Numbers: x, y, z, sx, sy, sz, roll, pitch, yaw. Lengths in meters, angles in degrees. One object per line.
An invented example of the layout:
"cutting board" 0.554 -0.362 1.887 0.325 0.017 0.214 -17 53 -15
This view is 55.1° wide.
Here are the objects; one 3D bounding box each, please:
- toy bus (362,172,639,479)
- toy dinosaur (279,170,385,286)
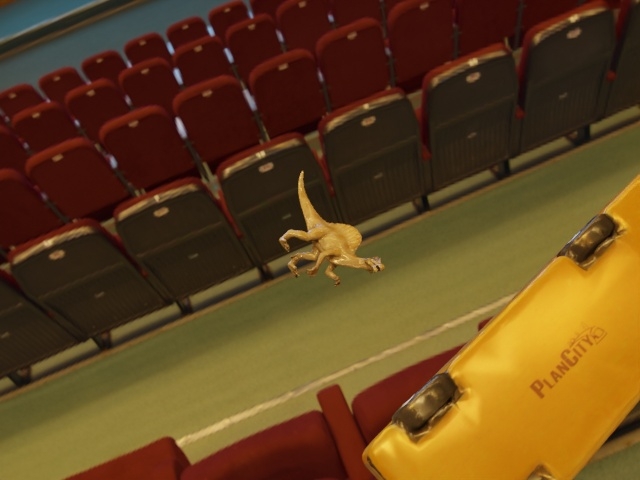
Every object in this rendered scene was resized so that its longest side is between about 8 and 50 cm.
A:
"toy bus" 0.180 0.086 0.470 0.333 0.130 0.108 -40 75 -17
"toy dinosaur" 0.000 0.000 0.738 0.093 0.053 0.183 -29 55 -20
